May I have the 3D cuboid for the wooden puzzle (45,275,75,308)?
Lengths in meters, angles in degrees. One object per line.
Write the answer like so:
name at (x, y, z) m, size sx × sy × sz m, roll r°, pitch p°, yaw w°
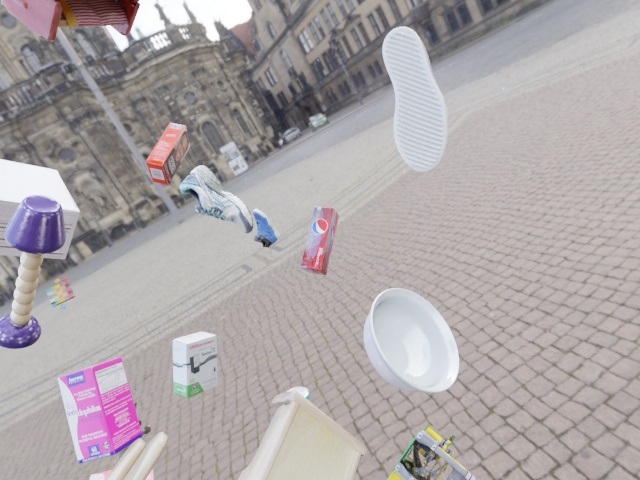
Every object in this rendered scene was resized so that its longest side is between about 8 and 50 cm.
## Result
wooden puzzle at (-0.594, 0.120, 0.945) m, size 0.049 × 0.083 × 0.006 m, roll -28°, pitch -26°, yaw -20°

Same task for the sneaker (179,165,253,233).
sneaker at (-0.350, -0.112, 1.386) m, size 0.122 × 0.283 × 0.110 m, roll -47°, pitch 1°, yaw -29°

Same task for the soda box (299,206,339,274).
soda box at (0.000, 0.000, 1.659) m, size 0.092 × 0.083 × 0.263 m, roll 7°, pitch 74°, yaw 19°

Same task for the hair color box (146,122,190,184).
hair color box at (-0.367, -0.211, 1.005) m, size 0.072 × 0.043 × 0.141 m, roll 100°, pitch -178°, yaw -56°

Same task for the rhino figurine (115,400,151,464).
rhino figurine at (-0.568, 0.583, 1.234) m, size 0.073 × 0.243 × 0.106 m, roll 4°, pitch 14°, yaw 25°

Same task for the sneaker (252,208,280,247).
sneaker at (-0.221, -0.039, 1.541) m, size 0.084 × 0.152 × 0.058 m, roll -47°, pitch 34°, yaw -22°

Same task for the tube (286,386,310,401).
tube at (-0.041, 0.432, 0.920) m, size 0.080 × 0.207 × 0.052 m, roll -8°, pitch 11°, yaw -14°

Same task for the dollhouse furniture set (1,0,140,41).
dollhouse furniture set at (-0.536, -0.539, 0.741) m, size 0.152 × 0.374 × 0.201 m, roll -50°, pitch 3°, yaw 35°

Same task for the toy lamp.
toy lamp at (-0.460, 0.052, 0.651) m, size 0.274 × 0.080 × 0.080 m, roll -58°, pitch 3°, yaw 25°

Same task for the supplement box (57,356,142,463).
supplement box at (-0.563, 0.429, 1.062) m, size 0.111 × 0.220 × 0.114 m, roll -20°, pitch -7°, yaw 12°

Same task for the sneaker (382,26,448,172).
sneaker at (0.208, -0.271, 0.847) m, size 0.102 × 0.282 × 0.161 m, roll -8°, pitch -3°, yaw 22°

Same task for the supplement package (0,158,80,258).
supplement package at (-0.768, -0.086, 1.046) m, size 0.204 × 0.145 × 0.262 m, roll 9°, pitch 23°, yaw -48°

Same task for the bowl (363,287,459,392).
bowl at (0.225, 0.292, 1.143) m, size 0.134 × 0.298 × 0.298 m, roll -48°, pitch 0°, yaw 40°

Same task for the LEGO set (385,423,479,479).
LEGO set at (0.241, 0.593, 0.927) m, size 0.192 × 0.255 × 0.331 m, roll 34°, pitch 72°, yaw 28°

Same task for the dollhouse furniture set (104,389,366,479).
dollhouse furniture set at (-0.144, 0.455, 0.735) m, size 0.394 × 0.362 × 0.256 m, roll -35°, pitch 17°, yaw 43°

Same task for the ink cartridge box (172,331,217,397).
ink cartridge box at (-0.480, 0.471, 1.590) m, size 0.087 × 0.208 × 0.153 m, roll 1°, pitch 4°, yaw 34°

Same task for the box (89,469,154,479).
box at (-0.458, 0.705, 0.974) m, size 0.142 × 0.299 × 0.154 m, roll -4°, pitch -35°, yaw -22°
